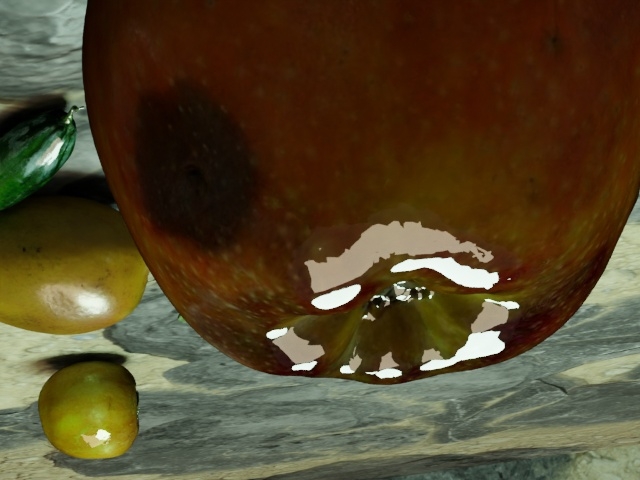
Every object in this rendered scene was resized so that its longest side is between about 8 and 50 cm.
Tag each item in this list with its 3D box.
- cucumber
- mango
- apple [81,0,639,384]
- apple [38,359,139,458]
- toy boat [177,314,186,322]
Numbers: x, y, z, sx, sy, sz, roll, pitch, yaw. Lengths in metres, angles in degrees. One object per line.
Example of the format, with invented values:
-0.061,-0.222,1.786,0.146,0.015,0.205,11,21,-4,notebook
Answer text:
-0.181,-0.042,0.795,0.039,0.039,0.168,5,162,-34,cucumber
-0.194,0.016,0.903,0.163,0.089,0.111,-1,154,20,mango
0.024,-0.057,0.507,0.230,0.230,0.230,-6,164,-2,apple
-0.238,0.171,1.391,0.102,0.099,0.114,-2,-172,-8,apple
0.000,0.000,0.969,0.093,0.055,0.293,9,157,-43,toy boat
